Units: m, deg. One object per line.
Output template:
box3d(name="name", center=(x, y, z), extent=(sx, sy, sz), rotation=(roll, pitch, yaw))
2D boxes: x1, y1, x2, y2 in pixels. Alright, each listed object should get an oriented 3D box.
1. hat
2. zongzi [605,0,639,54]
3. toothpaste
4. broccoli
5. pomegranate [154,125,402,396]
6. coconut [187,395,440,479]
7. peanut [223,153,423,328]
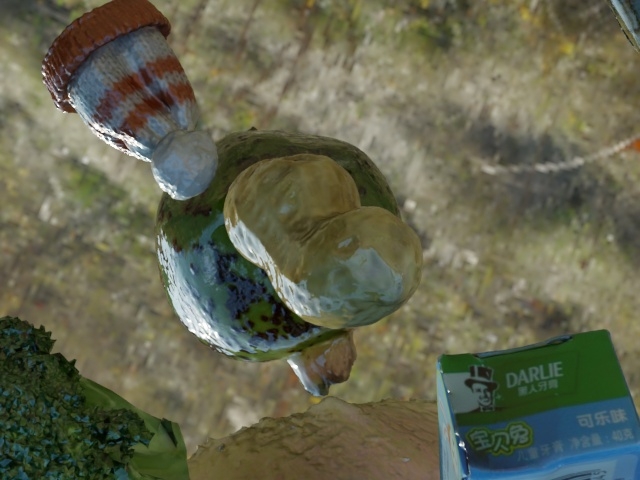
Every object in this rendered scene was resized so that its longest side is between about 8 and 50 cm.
box3d(name="hat", center=(-0.132, -0.097, 1.101), extent=(0.162, 0.112, 0.093), rotation=(51, -165, 13))
box3d(name="zongzi", center=(0.272, -0.229, 1.049), extent=(0.247, 0.241, 0.111), rotation=(-19, 171, -35))
box3d(name="toothpaste", center=(0.082, 0.129, 0.590), extent=(0.065, 0.050, 0.267), rotation=(-11, 144, -2))
box3d(name="broccoli", center=(-0.212, 0.192, 0.977), extent=(0.275, 0.308, 0.307), rotation=(3, 177, -36))
box3d(name="pomegranate", center=(-0.037, 0.020, 1.435), extent=(0.254, 0.271, 0.254), rotation=(-20, -179, 0))
box3d(name="coconut", center=(0.051, 0.344, 1.213), extent=(0.404, 0.405, 0.404), rotation=(19, 163, 6))
box3d(name="peanut", center=(0.000, 0.000, 1.103), extent=(0.229, 0.098, 0.103), rotation=(42, 148, 52))
